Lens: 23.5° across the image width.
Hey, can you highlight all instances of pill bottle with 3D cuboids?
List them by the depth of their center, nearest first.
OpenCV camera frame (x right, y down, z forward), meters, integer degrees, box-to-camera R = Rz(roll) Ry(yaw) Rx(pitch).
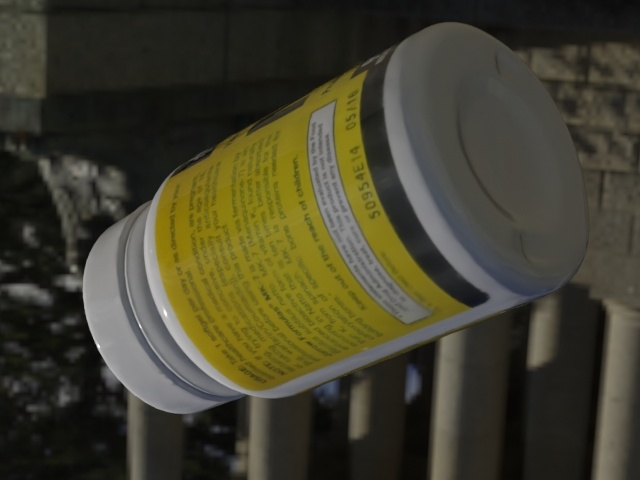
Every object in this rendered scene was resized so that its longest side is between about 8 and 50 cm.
[{"bbox_3d":[0.000,0.000,0.667,0.208,0.119,0.119,-25,173,36],"label":"pill bottle"}]
